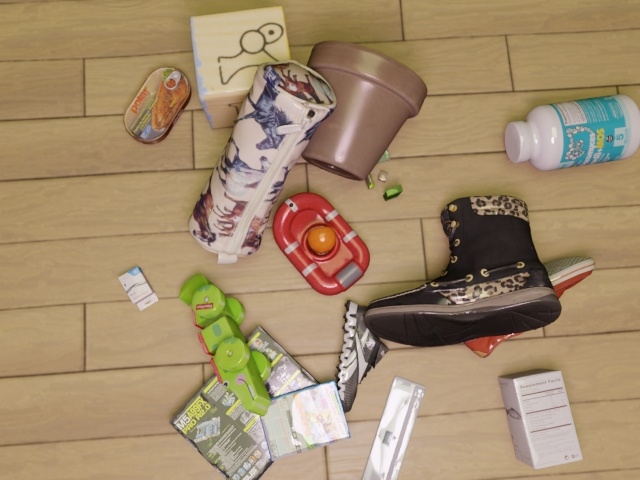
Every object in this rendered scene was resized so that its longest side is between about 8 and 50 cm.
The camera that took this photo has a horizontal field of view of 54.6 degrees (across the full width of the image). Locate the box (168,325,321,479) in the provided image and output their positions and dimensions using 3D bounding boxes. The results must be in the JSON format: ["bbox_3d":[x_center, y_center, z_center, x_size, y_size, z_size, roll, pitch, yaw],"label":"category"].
[{"bbox_3d":[-0.142,0.349,1.294,0.216,0.060,0.270,42,81,6],"label":"box"}]

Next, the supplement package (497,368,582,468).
[{"bbox_3d":[0.451,0.364,1.285,0.105,0.105,0.180,-10,80,-3],"label":"supplement package"}]

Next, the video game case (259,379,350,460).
[{"bbox_3d":[-0.035,0.362,1.251,0.166,0.015,0.119,-16,81,-1],"label":"video game case"}]

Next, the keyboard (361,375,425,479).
[{"bbox_3d":[0.152,0.422,1.316,0.072,0.014,0.256,18,80,7],"label":"keyboard"}]

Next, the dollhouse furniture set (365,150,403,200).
[{"bbox_3d":[0.132,-0.165,1.388,0.076,0.058,0.152,-19,82,-5],"label":"dollhouse furniture set"}]

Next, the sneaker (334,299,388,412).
[{"bbox_3d":[0.089,0.247,1.308,0.106,0.078,0.235,8,78,2],"label":"sneaker"}]

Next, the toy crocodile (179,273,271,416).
[{"bbox_3d":[-0.192,0.201,1.239,0.105,0.115,0.341,-35,59,6],"label":"toy crocodile"}]

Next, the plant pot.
[{"bbox_3d":[0.066,-0.257,1.315,0.262,0.263,0.230,21,89,2],"label":"plant pot"}]

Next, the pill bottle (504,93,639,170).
[{"bbox_3d":[0.550,-0.234,1.369,0.263,0.146,0.146,-9,81,-2],"label":"pill bottle"}]

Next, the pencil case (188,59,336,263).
[{"bbox_3d":[-0.124,-0.149,1.239,0.159,0.184,0.411,18,120,-22],"label":"pencil case"}]

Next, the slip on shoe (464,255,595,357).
[{"bbox_3d":[0.442,0.136,1.325,0.331,0.123,0.101,-32,96,-3],"label":"slip on shoe"}]

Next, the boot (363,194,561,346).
[{"bbox_3d":[0.278,0.058,1.285,0.377,0.138,0.284,-11,50,18],"label":"boot"}]

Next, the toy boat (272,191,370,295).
[{"bbox_3d":[0.000,0.000,1.310,0.151,0.151,0.231,-40,84,-8],"label":"toy boat"}]

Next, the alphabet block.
[{"bbox_3d":[-0.163,-0.370,1.347,0.196,0.193,0.193,-7,82,-3],"label":"alphabet block"}]

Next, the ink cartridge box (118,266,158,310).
[{"bbox_3d":[-0.393,0.105,1.342,0.048,0.028,0.083,-32,83,-6],"label":"ink cartridge box"}]

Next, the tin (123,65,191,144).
[{"bbox_3d":[-0.369,-0.306,1.410,0.106,0.040,0.190,31,81,-1],"label":"tin"}]
